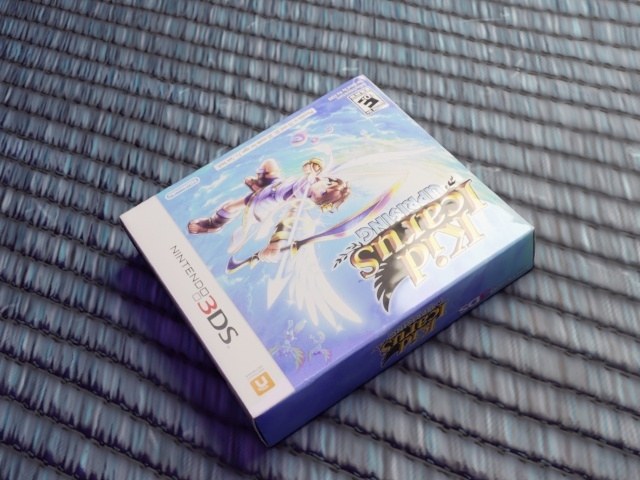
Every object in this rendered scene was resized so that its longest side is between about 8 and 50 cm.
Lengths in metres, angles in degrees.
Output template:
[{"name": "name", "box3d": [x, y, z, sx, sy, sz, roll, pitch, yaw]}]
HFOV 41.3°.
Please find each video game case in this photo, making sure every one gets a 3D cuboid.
[{"name": "video game case", "box3d": [0.000, 0.000, 0.727, 0.269, 0.061, 0.244, -33, 56, -12]}]
